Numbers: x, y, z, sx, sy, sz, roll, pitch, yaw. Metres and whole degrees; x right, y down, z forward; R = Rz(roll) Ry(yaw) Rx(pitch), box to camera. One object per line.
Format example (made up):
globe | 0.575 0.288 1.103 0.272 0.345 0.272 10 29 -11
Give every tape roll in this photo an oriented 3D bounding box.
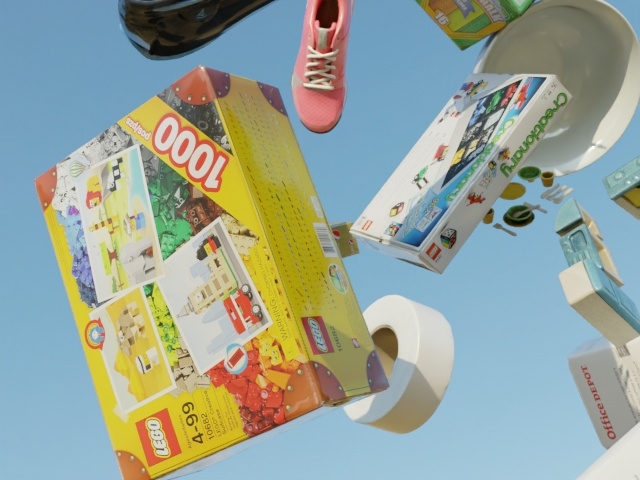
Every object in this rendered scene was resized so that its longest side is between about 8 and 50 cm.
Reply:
tape roll | 0.157 0.264 2.043 0.100 0.286 0.286 21 -46 -28

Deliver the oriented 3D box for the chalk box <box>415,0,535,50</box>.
chalk box | 0.261 -0.403 1.450 0.132 0.132 0.213 45 -22 -10

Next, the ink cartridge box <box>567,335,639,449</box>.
ink cartridge box | 0.633 0.259 1.795 0.273 0.198 0.114 -22 1 37

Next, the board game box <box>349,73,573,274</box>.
board game box | 0.188 -0.102 1.325 0.053 0.193 0.305 43 -100 -26

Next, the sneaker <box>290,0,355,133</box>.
sneaker | -0.002 -0.364 1.849 0.116 0.314 0.136 5 5 4

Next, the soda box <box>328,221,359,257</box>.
soda box | 0.000 0.000 1.695 0.061 0.058 0.181 -16 8 -23

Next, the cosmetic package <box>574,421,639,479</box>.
cosmetic package | 0.512 0.361 1.101 0.329 0.394 0.327 -36 -22 -12

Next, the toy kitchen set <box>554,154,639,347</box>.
toy kitchen set | 0.382 -0.008 1.203 0.166 0.207 0.122 -35 -51 25

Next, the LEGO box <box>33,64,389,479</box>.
LEGO box | -0.173 0.059 1.417 0.372 0.500 0.193 -29 -16 28

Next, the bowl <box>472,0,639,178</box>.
bowl | 0.365 -0.262 1.575 0.297 0.134 0.298 -6 -66 -13

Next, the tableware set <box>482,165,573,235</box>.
tableware set | 0.309 -0.068 1.487 0.154 0.104 0.024 -35 -48 -26

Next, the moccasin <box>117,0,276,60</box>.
moccasin | -0.048 -0.300 0.941 0.342 0.138 0.117 -45 -6 -8
